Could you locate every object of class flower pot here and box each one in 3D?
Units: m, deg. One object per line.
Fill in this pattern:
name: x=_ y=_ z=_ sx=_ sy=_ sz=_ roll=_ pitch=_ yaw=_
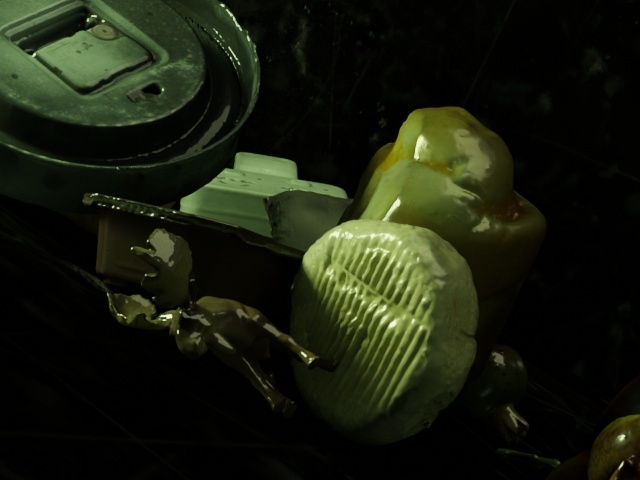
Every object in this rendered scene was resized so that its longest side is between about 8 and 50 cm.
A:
flower pot: x=-0.121 y=0.025 z=1.704 sx=0.179 sy=0.084 sz=0.251 roll=13 pitch=-4 yaw=26

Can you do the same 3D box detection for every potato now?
potato: x=-0.254 y=-0.033 z=1.881 sx=0.093 sy=0.036 sz=0.037 roll=32 pitch=1 yaw=-22

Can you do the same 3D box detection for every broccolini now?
broccolini: x=0.295 y=0.292 z=2.105 sx=0.194 sy=0.052 sz=0.054 roll=36 pitch=2 yaw=38

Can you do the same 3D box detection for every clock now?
clock: x=-0.254 y=-0.180 z=1.844 sx=0.386 sy=0.076 sz=0.386 roll=10 pitch=43 yaw=-9

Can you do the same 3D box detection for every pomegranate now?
pomegranate: x=0.230 y=0.204 z=2.320 sx=0.114 sy=0.114 sz=0.142 roll=25 pitch=35 yaw=-59

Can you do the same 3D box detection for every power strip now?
power strip: x=-0.086 y=-0.032 z=2.460 sx=0.229 sy=0.141 sz=0.261 roll=10 pitch=11 yaw=-5

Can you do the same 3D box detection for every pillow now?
pillow: x=0.000 y=0.000 z=2.133 sx=0.128 sy=0.051 sz=0.229 roll=1 pitch=29 yaw=-8

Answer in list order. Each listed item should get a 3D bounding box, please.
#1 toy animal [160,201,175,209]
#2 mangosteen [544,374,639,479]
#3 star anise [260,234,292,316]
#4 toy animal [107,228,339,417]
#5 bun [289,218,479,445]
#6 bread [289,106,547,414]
toy animal: x=-0.283 y=-0.157 z=2.051 sx=0.246 sy=0.277 sz=0.345 roll=12 pitch=45 yaw=-22
mangosteen: x=0.360 y=0.245 z=1.609 sx=0.347 sy=0.307 sz=0.307 roll=-2 pitch=28 yaw=-42
star anise: x=0.053 y=0.084 z=2.214 sx=0.331 sy=0.118 sz=0.332 roll=29 pitch=15 yaw=-8
toy animal: x=-0.092 y=0.081 z=1.556 sx=0.186 sy=0.094 sz=0.214 roll=39 pitch=-1 yaw=14
bun: x=0.065 y=0.088 z=1.668 sx=0.134 sy=0.220 sz=0.220 roll=4 pitch=24 yaw=-43
bread: x=0.117 y=0.028 z=1.897 sx=0.210 sy=0.341 sz=0.300 roll=25 pitch=1 yaw=-8
